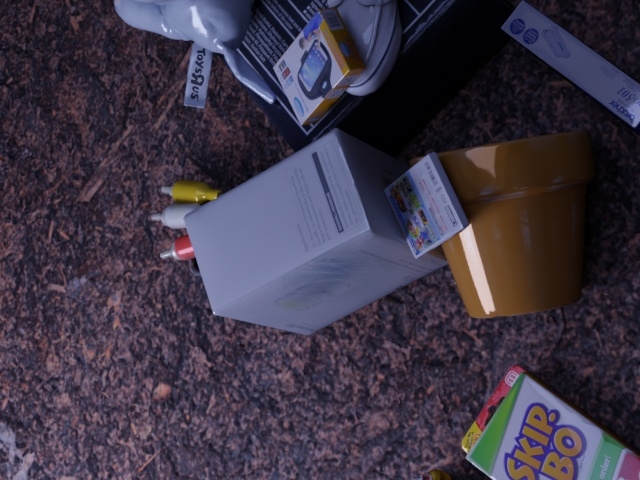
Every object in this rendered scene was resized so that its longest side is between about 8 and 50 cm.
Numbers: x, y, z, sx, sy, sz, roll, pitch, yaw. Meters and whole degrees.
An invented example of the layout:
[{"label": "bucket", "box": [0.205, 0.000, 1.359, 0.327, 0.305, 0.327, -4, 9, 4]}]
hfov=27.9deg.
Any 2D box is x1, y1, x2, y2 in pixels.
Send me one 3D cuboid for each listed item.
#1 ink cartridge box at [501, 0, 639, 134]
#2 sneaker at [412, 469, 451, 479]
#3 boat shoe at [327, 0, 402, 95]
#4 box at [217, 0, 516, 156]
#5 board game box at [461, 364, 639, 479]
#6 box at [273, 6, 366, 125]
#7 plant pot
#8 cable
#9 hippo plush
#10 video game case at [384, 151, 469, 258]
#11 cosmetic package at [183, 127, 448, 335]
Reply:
[{"label": "ink cartridge box", "box": [0.308, -0.191, 1.474, 0.207, 0.097, 0.046, 43, 103, 29]}, {"label": "sneaker", "box": [0.167, 0.355, 1.456, 0.093, 0.088, 0.225, -48, 62, 12]}, {"label": "boat shoe", "box": [0.040, -0.295, 1.446, 0.095, 0.084, 0.258, -1, 81, 28]}, {"label": "box", "box": [0.038, -0.282, 1.598, 0.294, 0.182, 0.296, -45, 64, 16]}, {"label": "board game box", "box": [0.280, 0.257, 1.444, 0.259, 0.039, 0.124, 37, 98, 33]}, {"label": "box", "box": [-0.007, -0.191, 1.451, 0.136, 0.028, 0.081, -43, 67, 49]}, {"label": "plant pot", "box": [0.214, -0.015, 1.450, 0.205, 0.205, 0.188, -8, 92, 28]}, {"label": "cable", "box": [-0.106, -0.031, 1.676, 0.287, 0.072, 0.140, -14, 73, 41]}, {"label": "hippo plush", "box": [-0.195, -0.323, 1.496, 0.234, 0.236, 0.294, 0, 81, 30]}, {"label": "video game case", "box": [0.114, -0.037, 1.403, 0.087, 0.011, 0.122, 65, 154, 7]}, {"label": "cosmetic package", "box": [0.000, 0.000, 1.540, 0.224, 0.224, 0.138, -27, 68, 23]}]
